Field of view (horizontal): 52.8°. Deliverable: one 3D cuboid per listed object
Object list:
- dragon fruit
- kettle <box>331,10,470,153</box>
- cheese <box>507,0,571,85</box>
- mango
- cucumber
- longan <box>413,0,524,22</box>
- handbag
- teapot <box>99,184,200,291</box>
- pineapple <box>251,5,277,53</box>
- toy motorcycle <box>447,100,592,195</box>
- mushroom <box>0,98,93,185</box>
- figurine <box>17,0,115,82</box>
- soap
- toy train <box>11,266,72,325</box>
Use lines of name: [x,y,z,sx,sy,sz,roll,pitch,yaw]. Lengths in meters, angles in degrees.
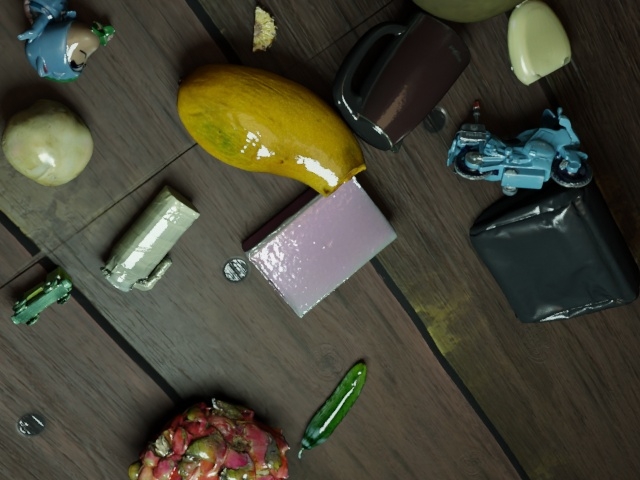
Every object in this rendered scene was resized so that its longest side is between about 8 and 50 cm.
dragon fruit: [-0.223,0.454,1.260,0.290,0.250,0.269,10,122,-23]
kettle: [0.135,-0.286,1.152,0.232,0.144,0.202,-54,130,-9]
cheese: [0.405,-0.441,1.260,0.127,0.054,0.252,-30,111,-8]
mango: [-0.082,-0.200,1.139,0.359,0.144,0.187,19,68,-15]
cucumber: [0.029,0.370,1.401,0.056,0.056,0.250,36,93,-21]
longan: [0.272,-0.543,1.055,0.360,0.361,0.361,-4,107,-14]
handbag: [0.491,0.016,1.372,0.302,0.275,0.178,52,44,-21]
teapot: [-0.307,0.007,1.194,0.200,0.077,0.107,-49,131,3]
pineapple: [-0.100,-0.378,1.162,0.045,0.019,0.083,2,106,-9]
toy motorcycle: [0.390,-0.182,1.270,0.272,0.182,0.124,5,144,9]
mushroom: [-0.454,-0.163,1.078,0.148,0.112,0.148,-13,112,-37]
figurine: [-0.411,-0.350,1.045,0.144,0.114,0.178,-13,100,-13]
soap: [-0.001,0.000,1.266,0.259,0.081,0.181,-41,112,-2]
toy train: [-0.501,0.100,1.162,0.122,0.081,0.050,-34,120,-2]
